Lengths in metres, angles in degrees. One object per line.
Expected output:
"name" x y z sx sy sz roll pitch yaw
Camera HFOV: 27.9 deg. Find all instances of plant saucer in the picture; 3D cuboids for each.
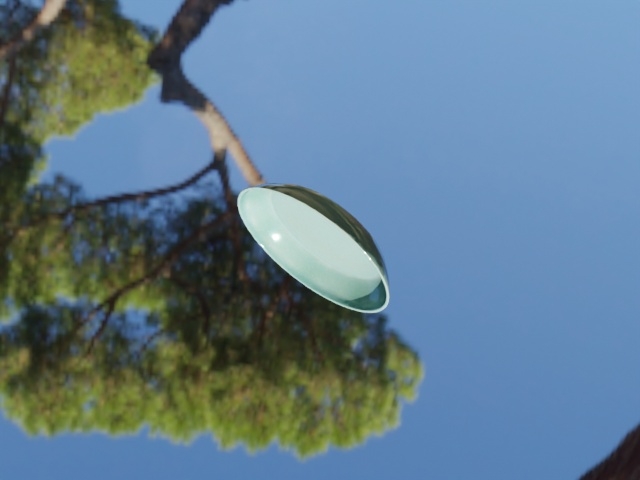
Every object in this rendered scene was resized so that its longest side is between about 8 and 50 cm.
"plant saucer" 0.000 0.000 0.834 0.119 0.119 0.021 29 -114 21
